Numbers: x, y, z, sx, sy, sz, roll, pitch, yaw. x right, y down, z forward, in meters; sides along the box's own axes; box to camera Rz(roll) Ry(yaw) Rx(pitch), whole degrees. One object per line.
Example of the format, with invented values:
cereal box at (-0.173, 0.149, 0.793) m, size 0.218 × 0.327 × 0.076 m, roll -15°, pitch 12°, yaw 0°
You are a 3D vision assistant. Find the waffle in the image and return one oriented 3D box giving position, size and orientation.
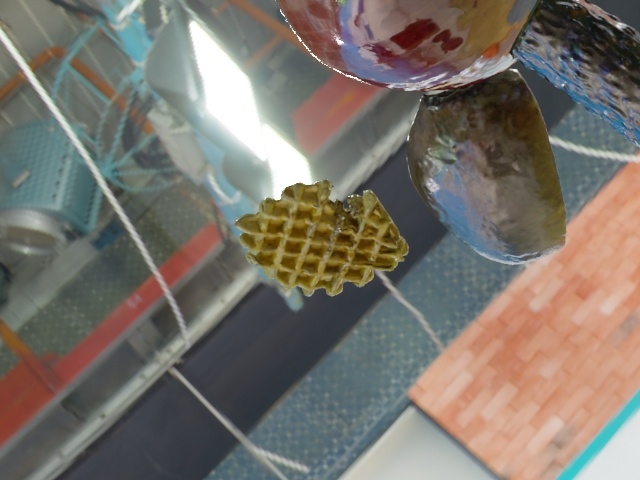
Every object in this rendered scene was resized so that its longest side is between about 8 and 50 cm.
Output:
waffle at (0.000, -0.002, 1.738) m, size 0.250 × 0.056 × 0.261 m, roll -19°, pitch -41°, yaw 20°

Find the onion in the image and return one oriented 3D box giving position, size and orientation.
onion at (0.102, -0.307, 0.949) m, size 0.354 × 0.353 × 0.353 m, roll -33°, pitch -35°, yaw -27°

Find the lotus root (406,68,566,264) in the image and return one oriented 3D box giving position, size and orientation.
lotus root at (0.245, -0.080, 1.554) m, size 0.210 × 0.142 × 0.314 m, roll -24°, pitch -45°, yaw 12°

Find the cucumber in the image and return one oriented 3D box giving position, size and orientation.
cucumber at (0.261, -0.072, 0.748) m, size 0.067 × 0.293 × 0.067 m, roll -52°, pitch -3°, yaw -4°
